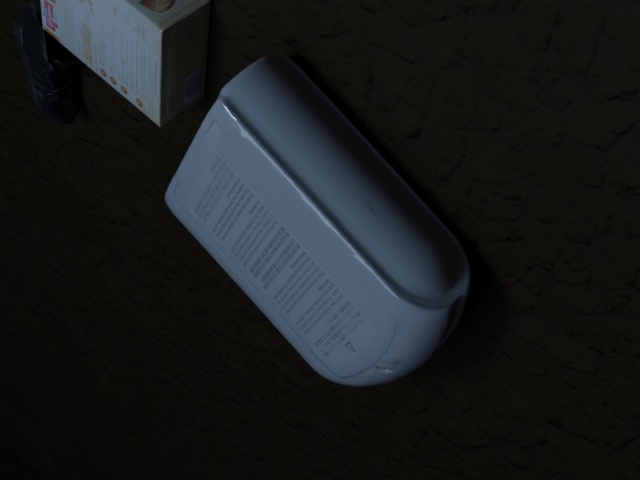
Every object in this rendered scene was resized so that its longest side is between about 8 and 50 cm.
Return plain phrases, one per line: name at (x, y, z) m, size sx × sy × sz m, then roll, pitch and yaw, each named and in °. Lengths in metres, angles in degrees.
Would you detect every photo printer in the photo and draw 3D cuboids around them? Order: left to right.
photo printer at (0.000, 0.000, 1.297) m, size 0.307 × 0.107 × 0.256 m, roll 48°, pitch 151°, yaw 5°

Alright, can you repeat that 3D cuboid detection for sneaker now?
sneaker at (-0.308, -0.205, 1.553) m, size 0.089 × 0.051 × 0.170 m, roll 21°, pitch 136°, yaw 49°

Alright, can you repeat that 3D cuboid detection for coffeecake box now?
coffeecake box at (-0.201, -0.228, 1.360) m, size 0.185 × 0.068 × 0.142 m, roll 40°, pitch 149°, yaw 19°
